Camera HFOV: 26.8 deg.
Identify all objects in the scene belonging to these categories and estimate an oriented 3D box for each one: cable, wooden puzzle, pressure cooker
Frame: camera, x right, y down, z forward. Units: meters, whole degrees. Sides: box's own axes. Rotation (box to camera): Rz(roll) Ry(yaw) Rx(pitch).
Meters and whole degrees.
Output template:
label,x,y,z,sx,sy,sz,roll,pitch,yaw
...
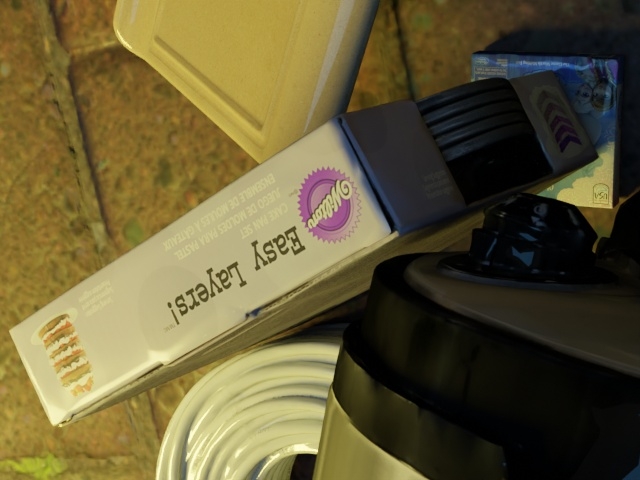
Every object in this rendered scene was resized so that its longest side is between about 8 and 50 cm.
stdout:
label,x,y,z,sx,sy,sz,roll,pitch,yaw
cable,0.015,0.182,0.887,0.257,0.089,0.257,-44,82,26
wooden puzzle,-0.036,-0.179,0.805,0.238,0.044,0.221,39,120,45
pressure cooker,0.165,0.165,0.606,0.370,0.375,0.421,18,100,46

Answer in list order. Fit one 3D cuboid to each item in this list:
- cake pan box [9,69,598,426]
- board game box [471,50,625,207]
label,x,y,z,sx,sy,sz,roll,pitch,yaw
cake pan box,0.000,0.000,0.744,0.267,0.245,0.070,-31,85,36
board game box,0.135,-0.067,0.806,0.090,0.020,0.090,5,106,24
